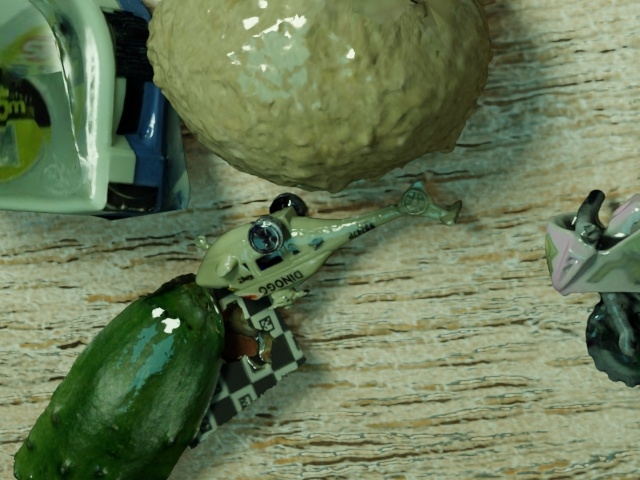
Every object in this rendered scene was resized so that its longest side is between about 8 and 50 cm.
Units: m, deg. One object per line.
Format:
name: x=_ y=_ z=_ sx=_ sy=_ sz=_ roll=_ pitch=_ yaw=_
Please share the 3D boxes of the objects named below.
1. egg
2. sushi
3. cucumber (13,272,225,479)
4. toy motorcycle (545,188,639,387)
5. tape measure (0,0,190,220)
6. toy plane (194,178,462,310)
egg: x=-0.002 y=-0.172 z=1.649 sx=0.310 sy=0.279 sz=0.279 roll=14 pitch=117 yaw=-1
sushi: x=-0.104 y=0.118 z=1.936 sx=0.201 sy=0.031 sz=0.139 roll=-39 pitch=74 yaw=31
cucumber: x=-0.212 y=0.180 z=1.941 sx=0.145 sy=0.105 sz=0.325 roll=50 pitch=122 yaw=22
toy motorcycle: x=0.334 y=-0.018 z=1.663 sx=0.188 sy=0.143 sz=0.327 roll=40 pitch=112 yaw=-1
tape measure: x=-0.272 y=-0.143 z=1.777 sx=0.259 sy=0.138 sz=0.262 roll=3 pitch=99 yaw=32
toy plane: x=0.000 y=0.000 z=1.815 sx=0.286 sy=0.092 sz=0.108 roll=-23 pitch=101 yaw=21
